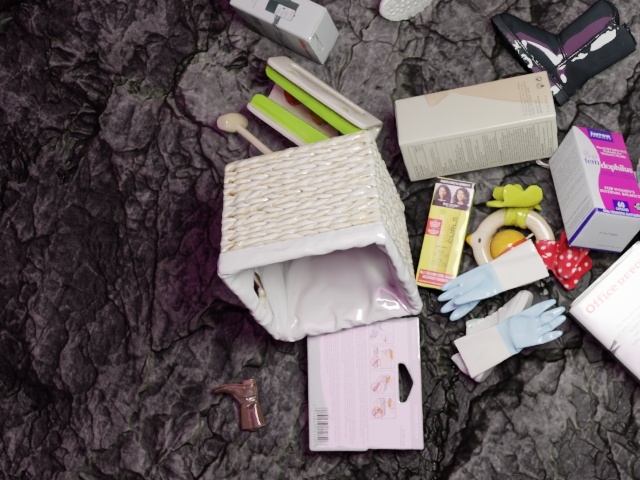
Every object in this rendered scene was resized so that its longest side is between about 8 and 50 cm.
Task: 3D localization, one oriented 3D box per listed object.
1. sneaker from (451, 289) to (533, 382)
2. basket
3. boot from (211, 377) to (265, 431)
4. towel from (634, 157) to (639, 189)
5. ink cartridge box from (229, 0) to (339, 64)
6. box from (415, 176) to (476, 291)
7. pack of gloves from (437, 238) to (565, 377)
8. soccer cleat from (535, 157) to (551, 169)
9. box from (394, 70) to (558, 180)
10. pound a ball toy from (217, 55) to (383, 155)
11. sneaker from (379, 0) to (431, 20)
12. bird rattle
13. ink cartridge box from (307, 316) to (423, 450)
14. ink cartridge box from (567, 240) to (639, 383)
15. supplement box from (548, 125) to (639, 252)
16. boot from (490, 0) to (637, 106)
[{"bbox_3d":[0.345,0.178,1.721,0.094,0.080,0.212,35,92,28],"label":"sneaker"},{"bbox_3d":[0.000,0.000,1.678,0.332,0.328,0.266,-14,57,13],"label":"basket"},{"bbox_3d":[-0.178,0.364,1.840,0.107,0.037,0.114,-13,83,14],"label":"boot"},{"bbox_3d":[0.760,0.000,1.560,0.321,0.090,0.374,0,67,-2],"label":"towel"},{"bbox_3d":[-0.076,-0.492,1.883,0.208,0.153,0.086,30,88,15],"label":"ink cartridge box"},{"bbox_3d":[0.262,-0.011,1.774,0.087,0.058,0.232,12,85,14],"label":"box"},{"bbox_3d":[0.348,0.134,1.656,0.232,0.046,0.195,-30,72,23],"label":"pack of gloves"},{"bbox_3d":[0.485,-0.157,1.753,0.083,0.035,0.029,25,88,16],"label":"soccer cleat"},{"bbox_3d":[0.319,-0.230,1.736,0.311,0.148,0.121,-8,59,11],"label":"box"},{"bbox_3d":[-0.045,-0.259,1.869,0.319,0.136,0.208,36,117,16],"label":"pound a ball toy"},{"bbox_3d":[0.216,-0.582,1.869,0.235,0.090,0.095,-40,62,1],"label":"sneaker"},{"bbox_3d":[0.418,0.006,1.726,0.207,0.143,0.253,-38,88,18],"label":"bird rattle"},{"bbox_3d":[0.094,0.298,1.768,0.239,0.060,0.275,-3,80,12],"label":"ink cartridge box"},{"bbox_3d":[0.641,0.163,1.625,0.197,0.114,0.273,-44,75,3],"label":"ink cartridge box"},{"bbox_3d":[0.532,-0.100,1.635,0.111,0.114,0.220,7,51,-12],"label":"supplement box"},{"bbox_3d":[0.505,-0.430,1.758,0.207,0.094,0.246,-40,81,9],"label":"boot"}]
